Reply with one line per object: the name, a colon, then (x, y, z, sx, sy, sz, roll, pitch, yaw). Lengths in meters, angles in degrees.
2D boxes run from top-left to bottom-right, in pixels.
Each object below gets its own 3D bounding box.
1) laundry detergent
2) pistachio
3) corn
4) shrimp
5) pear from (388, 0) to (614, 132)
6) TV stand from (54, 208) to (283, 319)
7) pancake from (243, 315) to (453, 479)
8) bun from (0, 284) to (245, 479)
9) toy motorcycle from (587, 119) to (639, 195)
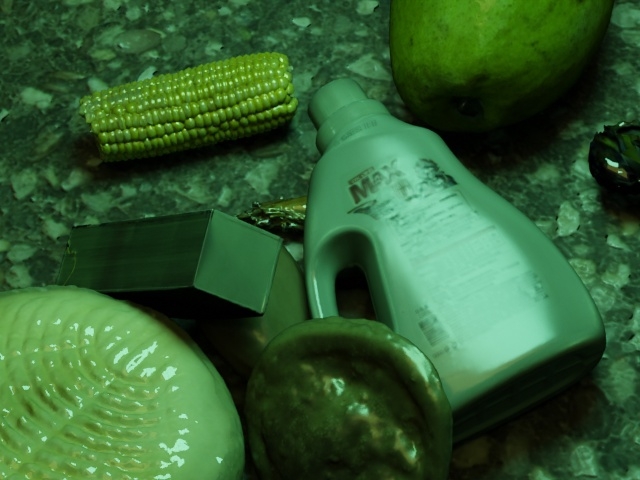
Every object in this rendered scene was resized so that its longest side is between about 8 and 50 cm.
laundry detergent: (0.084, 0.006, 1.485, 0.264, 0.125, 0.398, -27, 63, -5)
pistachio: (-0.068, 0.070, 1.494, 0.126, 0.108, 0.186, -5, 62, -21)
corn: (-0.145, -0.149, 1.648, 0.244, 0.093, 0.093, -12, 57, 0)
shrimp: (0.000, 0.001, 1.571, 0.178, 0.034, 0.124, -5, 61, -5)
pear: (0.193, -0.264, 1.587, 0.252, 0.253, 0.307, 11, 63, 14)
TV stand: (-0.157, 0.028, 1.447, 0.269, 0.088, 0.083, -4, 68, 53)
pancake: (0.023, 0.182, 1.362, 0.241, 0.050, 0.242, 4, 96, 33)
bun: (-0.253, 0.217, 1.356, 0.364, 0.202, 0.364, 1, 40, -1)
toy motorcycle: (0.491, -0.102, 1.515, 0.401, 0.134, 0.207, -22, 58, -5)
